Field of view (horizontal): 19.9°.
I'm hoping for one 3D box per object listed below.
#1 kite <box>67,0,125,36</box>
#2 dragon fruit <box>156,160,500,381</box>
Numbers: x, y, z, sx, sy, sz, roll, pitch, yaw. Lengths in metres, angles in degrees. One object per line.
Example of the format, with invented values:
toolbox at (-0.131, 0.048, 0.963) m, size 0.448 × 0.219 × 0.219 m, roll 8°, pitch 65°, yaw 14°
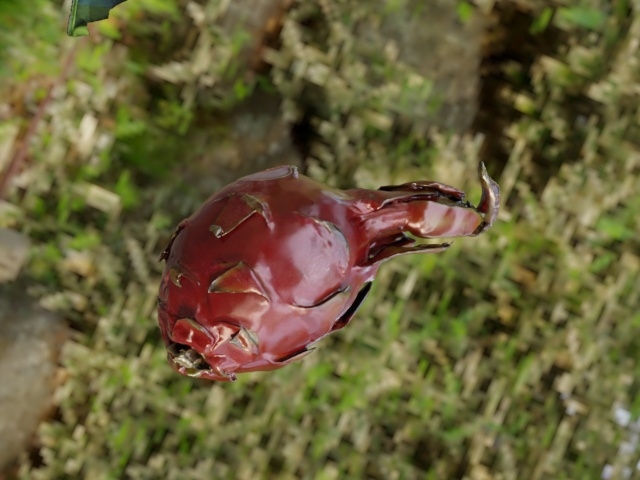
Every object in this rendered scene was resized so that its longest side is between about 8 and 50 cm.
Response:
kite at (-0.005, -0.084, 0.322) m, size 0.122 × 0.090 × 0.004 m, roll -41°, pitch 161°, yaw -3°
dragon fruit at (0.000, 0.000, 0.889) m, size 0.190 × 0.094 × 0.094 m, roll -28°, pitch 163°, yaw -21°
